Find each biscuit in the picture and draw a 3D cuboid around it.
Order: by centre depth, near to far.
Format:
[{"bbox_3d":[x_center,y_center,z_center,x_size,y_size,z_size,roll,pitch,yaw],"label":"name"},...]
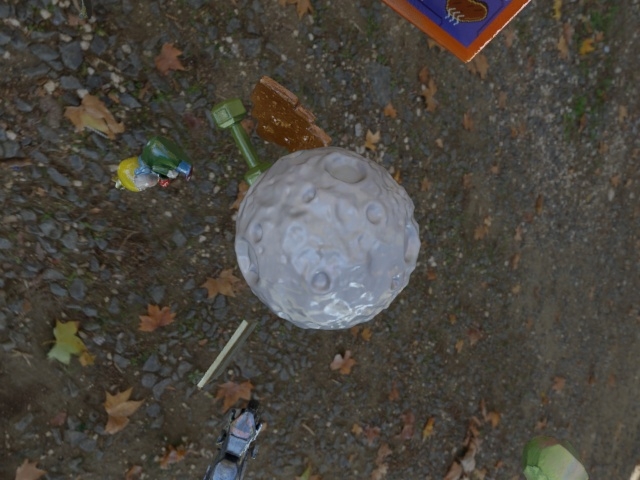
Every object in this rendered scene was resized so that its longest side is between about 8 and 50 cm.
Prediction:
[{"bbox_3d":[-0.107,-0.370,1.315,0.043,0.283,0.306,-61,151,-21],"label":"biscuit"}]

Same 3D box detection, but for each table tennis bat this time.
[{"bbox_3d":[-0.725,-0.722,1.356,0.013,0.157,0.087,-2,138,-14],"label":"table tennis bat"}]

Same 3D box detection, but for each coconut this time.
[{"bbox_3d":[0.312,0.304,0.592,0.081,0.082,0.083,-40,106,-22],"label":"coconut"}]

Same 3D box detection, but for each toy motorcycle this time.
[{"bbox_3d":[-0.221,0.545,1.075,0.108,0.173,0.308,21,86,0],"label":"toy motorcycle"}]

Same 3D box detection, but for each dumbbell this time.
[{"bbox_3d":[-0.248,-0.312,1.442,0.302,0.121,0.108,64,22,-13],"label":"dumbbell"}]

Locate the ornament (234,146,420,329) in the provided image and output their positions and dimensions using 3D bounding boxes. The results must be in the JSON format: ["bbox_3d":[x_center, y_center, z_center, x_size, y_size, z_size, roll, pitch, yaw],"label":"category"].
[{"bbox_3d":[0.000,0.000,0.806,0.336,0.336,0.338,-6,100,-41],"label":"ornament"}]

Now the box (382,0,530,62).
[{"bbox_3d":[0.206,-0.539,0.685,0.348,0.257,0.319,31,58,-12],"label":"box"}]

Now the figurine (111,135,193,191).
[{"bbox_3d":[-0.545,-0.219,1.436,0.234,0.127,0.185,-42,137,12],"label":"figurine"}]

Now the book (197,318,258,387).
[{"bbox_3d":[-0.261,0.322,1.294,0.020,0.295,0.208,34,80,4],"label":"book"}]
